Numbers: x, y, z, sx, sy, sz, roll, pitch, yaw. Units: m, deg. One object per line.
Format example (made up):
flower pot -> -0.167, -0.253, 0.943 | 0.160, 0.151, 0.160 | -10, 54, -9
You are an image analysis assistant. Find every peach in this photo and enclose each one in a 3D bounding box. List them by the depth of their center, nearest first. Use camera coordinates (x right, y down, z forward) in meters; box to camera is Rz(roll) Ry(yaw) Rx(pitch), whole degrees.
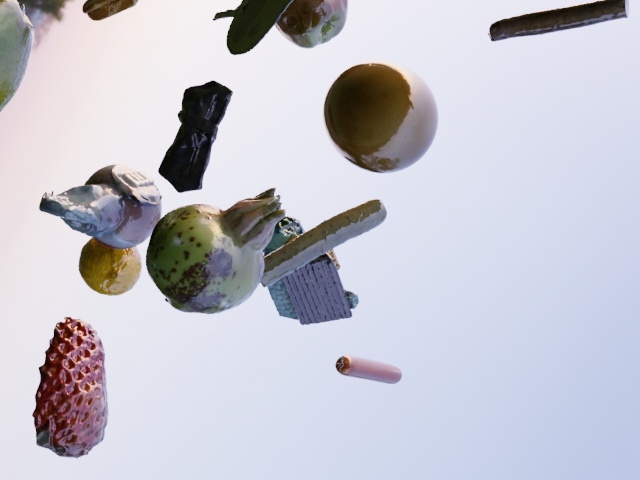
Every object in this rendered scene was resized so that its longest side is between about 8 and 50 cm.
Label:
peach -> -0.049, -0.628, 2.105 | 0.235, 0.214, 0.214 | 41, -73, 20

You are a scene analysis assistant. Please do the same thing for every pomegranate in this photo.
pomegranate -> -0.174, 0.026, 1.434 | 0.277, 0.204, 0.222 | -10, -174, 17

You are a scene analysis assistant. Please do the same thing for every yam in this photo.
yam -> 0.446, -0.418, 1.509 | 0.264, 0.046, 0.046 | -4, -122, 28
yam -> 0.000, 0.000, 1.971 | 0.371, 0.083, 0.083 | -28, -163, -20

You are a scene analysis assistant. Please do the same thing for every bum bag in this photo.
bum bag -> -0.325, -0.268, 2.038 | 0.137, 0.074, 0.310 | 12, -103, 20

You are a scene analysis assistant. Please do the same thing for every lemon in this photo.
lemon -> -0.479, 0.049, 1.809 | 0.142, 0.142, 0.187 | -56, -149, 15

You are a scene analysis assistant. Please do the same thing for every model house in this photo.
model house -> -0.010, 0.091, 2.378 | 0.249, 0.280, 0.230 | 8, -132, 28

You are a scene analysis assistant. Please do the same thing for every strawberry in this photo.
strawberry -> -0.581, 0.352, 1.927 | 0.265, 0.149, 0.336 | 93, -1, -67

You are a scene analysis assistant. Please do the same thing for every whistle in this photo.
whistle -> -0.454, -0.058, 1.641 | 0.189, 0.189, 0.348 | -54, 168, 18

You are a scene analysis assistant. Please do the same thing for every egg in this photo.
egg -> 0.129, -0.286, 1.820 | 0.250, 0.250, 0.322 | -59, -147, 8

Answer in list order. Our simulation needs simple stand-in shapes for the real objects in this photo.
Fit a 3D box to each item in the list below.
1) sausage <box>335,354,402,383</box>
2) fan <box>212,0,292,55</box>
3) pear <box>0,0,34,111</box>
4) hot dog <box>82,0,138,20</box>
sausage -> 0.126, 0.327, 2.006 | 0.053, 0.348, 0.053 | -8, -107, 28
fan -> -0.133, -0.459, 1.561 | 0.335, 0.011, 0.229 | 13, -105, 56
pear -> -0.505, -0.237, 1.043 | 0.269, 0.212, 0.212 | -37, -155, -6
hot dog -> -0.371, -0.426, 1.398 | 0.133, 0.056, 0.041 | -11, -121, 32
